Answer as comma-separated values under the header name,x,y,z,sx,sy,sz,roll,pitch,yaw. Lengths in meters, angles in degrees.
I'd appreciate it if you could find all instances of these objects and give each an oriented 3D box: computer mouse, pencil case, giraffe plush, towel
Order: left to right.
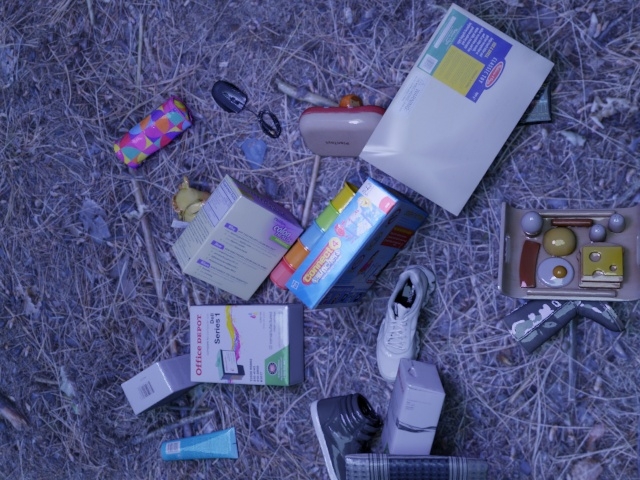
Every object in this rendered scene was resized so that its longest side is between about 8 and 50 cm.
name,x,y,z,sx,sy,sz,roll,pitch,yaw
pencil case,-0.459,-0.295,1.968,0.236,0.104,0.104,-34,77,17
giraffe plush,-0.323,-0.070,1.886,0.181,0.210,0.170,-49,45,15
computer mouse,-0.202,-0.352,1.907,0.242,0.041,0.071,36,98,17
towel,0.211,0.582,1.606,0.313,0.056,0.324,0,127,4

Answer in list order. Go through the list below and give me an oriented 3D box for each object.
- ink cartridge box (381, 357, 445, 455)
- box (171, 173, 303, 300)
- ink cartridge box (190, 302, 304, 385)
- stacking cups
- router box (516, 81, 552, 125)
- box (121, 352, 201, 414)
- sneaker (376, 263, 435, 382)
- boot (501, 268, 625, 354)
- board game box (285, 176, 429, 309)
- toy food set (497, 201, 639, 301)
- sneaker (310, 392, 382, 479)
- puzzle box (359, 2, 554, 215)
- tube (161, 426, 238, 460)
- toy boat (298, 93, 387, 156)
name,x,y,z,sx,sy,sz,roll,pitch,yaw
ink cartridge box,0.209,0.404,1.636,0.093,0.160,0.219,11,105,-3
box,-0.209,-0.004,1.789,0.243,0.214,0.117,-51,39,12
ink cartridge box,-0.190,0.264,1.834,0.279,0.117,0.201,-2,87,20
stacking cups,0.000,0.000,1.802,0.096,0.096,0.316,44,105,16
router box,0.476,-0.317,1.670,0.123,0.038,0.092,-2,88,19
box,-0.412,0.375,1.879,0.130,0.170,0.091,-33,79,15
sneaker,0.190,0.199,1.707,0.110,0.118,0.291,13,93,18
boot,0.544,0.187,1.605,0.208,0.076,0.189,-41,61,6
board game box,0.094,0.016,1.647,0.086,0.308,0.302,41,100,18
toy food set,0.551,0.015,1.566,0.306,0.092,0.219,0,68,20
sneaker,0.091,0.508,1.731,0.147,0.105,0.295,-27,75,21
puzzle box,0.309,-0.296,1.641,0.272,0.052,0.408,32,98,1
tube,-0.322,0.552,1.907,0.207,0.052,0.080,-10,89,13
toy boat,0.069,-0.300,1.775,0.231,0.151,0.151,4,60,19
